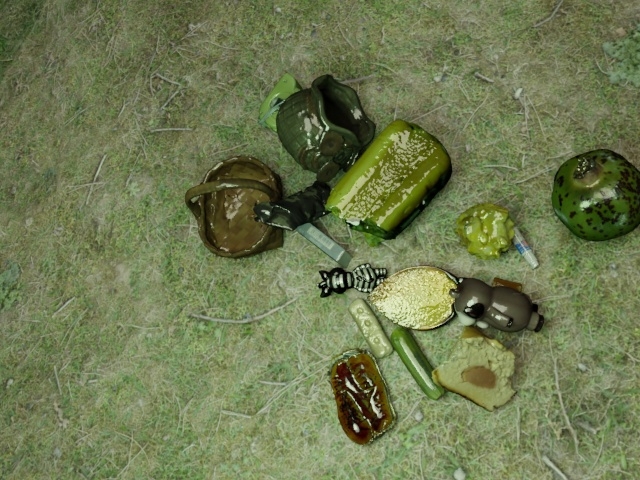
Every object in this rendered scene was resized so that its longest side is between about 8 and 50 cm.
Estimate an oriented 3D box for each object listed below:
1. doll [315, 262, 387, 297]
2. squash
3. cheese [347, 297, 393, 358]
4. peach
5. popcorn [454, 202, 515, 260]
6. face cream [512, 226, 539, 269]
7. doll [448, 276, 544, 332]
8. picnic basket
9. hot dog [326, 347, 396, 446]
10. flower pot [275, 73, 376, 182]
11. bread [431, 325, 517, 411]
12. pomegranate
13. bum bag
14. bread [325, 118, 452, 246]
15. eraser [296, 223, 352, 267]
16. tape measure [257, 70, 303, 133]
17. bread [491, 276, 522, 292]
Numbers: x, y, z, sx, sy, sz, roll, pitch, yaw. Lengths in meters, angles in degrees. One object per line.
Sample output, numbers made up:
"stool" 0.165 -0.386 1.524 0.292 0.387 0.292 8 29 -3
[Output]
"doll" 0.094 0.119 1.908 0.219 0.067 0.091 -7 87 8
"squash" 0.273 0.347 1.787 0.066 0.066 0.229 -35 68 4
"cheese" 0.148 0.258 1.864 0.065 0.043 0.194 -32 65 0
"peach" 0.278 0.168 1.837 0.279 0.068 0.189 1 82 14
"popcorn" 0.474 -0.023 1.798 0.174 0.142 0.173 -10 52 13
"face cream" 0.583 0.024 1.805 0.034 0.034 0.130 -30 68 6
"doll" 0.469 0.177 1.712 0.257 0.182 0.117 11 113 -4
"picnic basket" -0.274 -0.120 1.960 0.293 0.337 0.337 -9 71 14
"hot dog" 0.113 0.442 1.797 0.163 0.082 0.270 -22 68 8
"flower pot" 0.019 -0.340 1.949 0.213 0.302 0.301 -35 64 34
"bread" 0.427 0.348 1.664 0.211 0.224 0.183 34 92 15
"pomegranate" 0.740 -0.130 1.686 0.254 0.270 0.254 -24 44 26
"bum bag" -0.055 -0.099 1.914 0.144 0.340 0.095 34 124 22
"bread" 0.215 -0.167 1.879 0.251 0.208 0.376 40 89 11
"eraser" 0.000 0.000 1.959 0.212 0.092 0.046 38 88 23
"tape measure" -0.117 -0.446 2.123 0.175 0.106 0.200 41 90 27
"bread" 0.528 0.135 1.787 0.083 0.036 0.047 14 74 18
